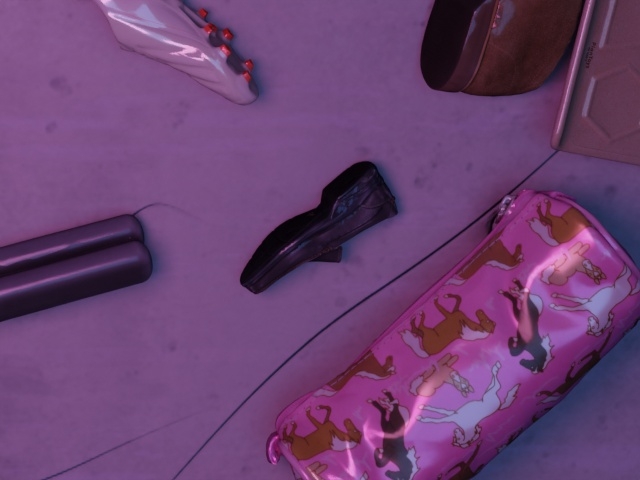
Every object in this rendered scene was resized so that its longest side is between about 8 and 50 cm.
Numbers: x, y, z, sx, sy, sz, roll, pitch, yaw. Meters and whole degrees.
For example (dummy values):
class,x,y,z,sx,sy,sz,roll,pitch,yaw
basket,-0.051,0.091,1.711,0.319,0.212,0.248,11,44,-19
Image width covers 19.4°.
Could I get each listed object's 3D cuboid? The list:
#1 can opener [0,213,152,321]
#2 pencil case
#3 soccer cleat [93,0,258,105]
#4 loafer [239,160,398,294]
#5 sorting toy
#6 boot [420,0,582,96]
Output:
class,x,y,z,sx,sy,sz,roll,pitch,yaw
can opener,-0.293,0.049,1.742,0.280,0.074,0.093,-19,140,-4
pencil case,0.130,0.122,1.783,0.386,0.167,0.160,-44,145,1
soccer cleat,-0.139,-0.187,1.715,0.196,0.068,0.076,43,107,-15
loafer,0.000,0.000,1.781,0.170,0.062,0.061,-38,111,1
sorting toy,0.323,-0.167,1.803,0.208,0.038,0.193,8,101,-26
boot,0.197,-0.273,1.729,0.115,0.112,0.305,9,117,-25
